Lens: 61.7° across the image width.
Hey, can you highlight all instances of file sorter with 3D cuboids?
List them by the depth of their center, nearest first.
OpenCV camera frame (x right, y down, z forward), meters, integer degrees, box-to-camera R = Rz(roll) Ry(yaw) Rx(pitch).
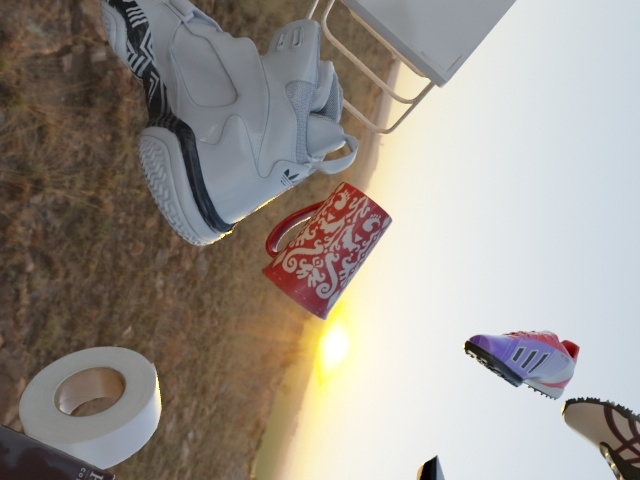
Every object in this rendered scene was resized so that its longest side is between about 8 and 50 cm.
[{"bbox_3d":[0.125,-0.313,0.719,0.277,0.193,0.173,-50,-177,-23],"label":"file sorter"}]

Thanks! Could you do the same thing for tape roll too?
[{"bbox_3d":[-0.506,0.368,1.200,0.286,0.286,0.100,-70,166,-59],"label":"tape roll"}]

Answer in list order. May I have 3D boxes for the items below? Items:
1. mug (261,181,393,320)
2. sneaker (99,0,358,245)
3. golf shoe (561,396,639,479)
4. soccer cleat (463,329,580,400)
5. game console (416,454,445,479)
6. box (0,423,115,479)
[{"bbox_3d":[0.000,0.000,0.751,0.169,0.150,0.113,-52,169,-1],"label":"mug"},{"bbox_3d":[-0.099,-0.189,0.586,0.137,0.210,0.365,53,17,-69],"label":"sneaker"},{"bbox_3d":[0.498,0.348,0.851,0.120,0.273,0.105,-39,125,-20],"label":"golf shoe"},{"bbox_3d":[0.370,0.201,0.968,0.109,0.318,0.116,35,-84,50],"label":"soccer cleat"},{"bbox_3d":[0.190,0.515,0.779,0.213,0.044,0.361,-64,139,-62],"label":"game console"},{"bbox_3d":[-0.477,0.316,0.642,0.143,0.381,0.191,-47,-161,30],"label":"box"}]
